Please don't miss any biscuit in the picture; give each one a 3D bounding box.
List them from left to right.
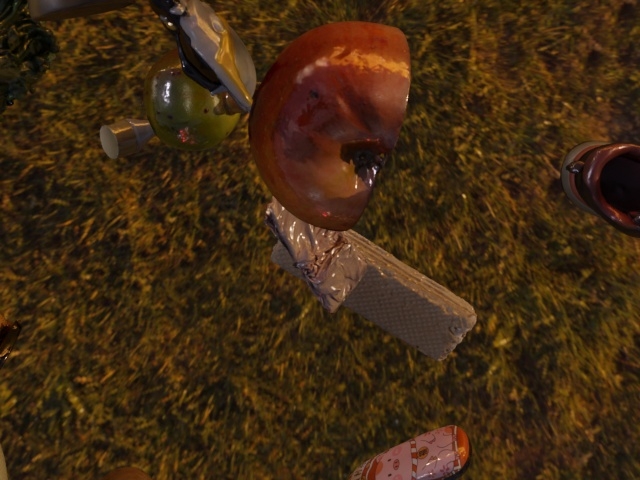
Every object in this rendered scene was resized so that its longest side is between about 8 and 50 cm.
[{"bbox_3d":[0.110,0.087,1.809,0.426,0.078,0.144,32,122,-6],"label":"biscuit"}]

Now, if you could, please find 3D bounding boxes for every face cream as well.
[{"bbox_3d":[-0.328,-0.227,1.791,0.224,0.114,0.070,-24,106,-35],"label":"face cream"}]

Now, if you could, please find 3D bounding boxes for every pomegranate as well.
[{"bbox_3d":[-0.222,-0.263,1.644,0.198,0.246,0.198,-6,100,-36],"label":"pomegranate"}]

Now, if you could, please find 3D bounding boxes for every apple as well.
[{"bbox_3d":[-0.009,-0.164,1.214,0.163,0.251,0.293,11,116,-16],"label":"apple"}]

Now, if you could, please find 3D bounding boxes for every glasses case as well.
[{"bbox_3d":[0.154,0.417,1.605,0.266,0.103,0.067,-31,117,23],"label":"glasses case"}]

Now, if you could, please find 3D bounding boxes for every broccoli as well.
[{"bbox_3d":[-0.339,-0.187,0.758,0.198,0.275,0.177,39,100,-13],"label":"broccoli"}]

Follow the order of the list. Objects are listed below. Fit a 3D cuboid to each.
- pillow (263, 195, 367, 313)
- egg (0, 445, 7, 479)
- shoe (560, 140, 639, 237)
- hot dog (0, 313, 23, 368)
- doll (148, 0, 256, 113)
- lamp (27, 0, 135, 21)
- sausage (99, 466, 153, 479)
[{"bbox_3d":[0.000,0.000,1.528,0.135,0.049,0.248,-48,119,-29],"label":"pillow"},{"bbox_3d":[-0.310,0.178,0.567,0.188,0.254,0.189,1,97,6],"label":"egg"},{"bbox_3d":[0.415,-0.038,1.020,0.291,0.137,0.114,27,96,14],"label":"shoe"},{"bbox_3d":[-0.684,0.221,1.698,0.107,0.194,0.326,34,133,-21],"label":"hot dog"},{"bbox_3d":[-0.200,-0.329,1.442,0.316,0.145,0.103,49,65,-8],"label":"doll"},{"bbox_3d":[-0.181,-0.260,0.594,0.121,0.121,0.215,-11,102,4],"label":"lamp"},{"bbox_3d":[-0.239,0.481,1.304,0.136,0.501,0.123,-14,109,-26],"label":"sausage"}]
